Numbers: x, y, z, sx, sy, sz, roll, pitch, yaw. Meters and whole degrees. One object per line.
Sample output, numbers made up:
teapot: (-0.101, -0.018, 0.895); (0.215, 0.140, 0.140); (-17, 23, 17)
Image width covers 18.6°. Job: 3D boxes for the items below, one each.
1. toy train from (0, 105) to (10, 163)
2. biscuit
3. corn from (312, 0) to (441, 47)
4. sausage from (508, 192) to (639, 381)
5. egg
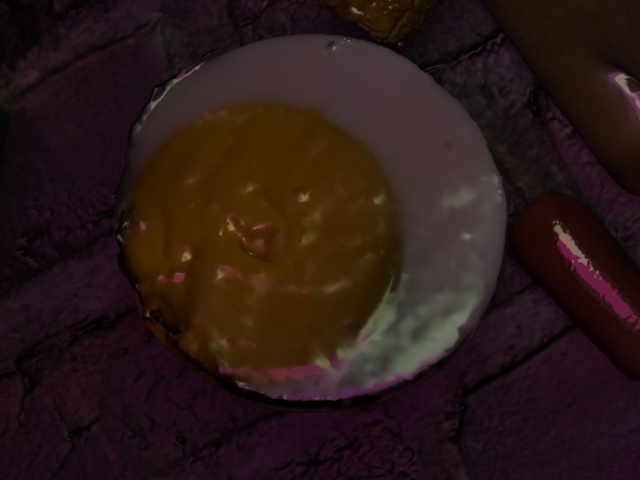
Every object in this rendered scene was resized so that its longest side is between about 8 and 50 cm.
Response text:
toy train: (-0.330, -0.040, 1.709); (0.090, 0.137, 0.225); (13, 93, 11)
biscuit: (0.243, -0.186, 1.587); (0.062, 0.237, 0.290); (-34, 90, -35)
corn: (0.094, -0.328, 1.574); (0.131, 0.131, 0.344); (22, 104, 5)
sausage: (0.240, 0.041, 1.667); (0.077, 0.077, 0.194); (-44, 88, 9)
egg: (0.000, 0.000, 1.631); (0.337, 0.201, 0.337); (-2, 76, 9)
